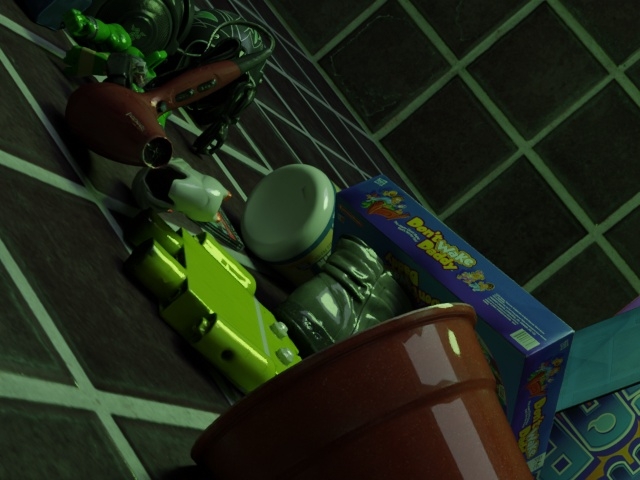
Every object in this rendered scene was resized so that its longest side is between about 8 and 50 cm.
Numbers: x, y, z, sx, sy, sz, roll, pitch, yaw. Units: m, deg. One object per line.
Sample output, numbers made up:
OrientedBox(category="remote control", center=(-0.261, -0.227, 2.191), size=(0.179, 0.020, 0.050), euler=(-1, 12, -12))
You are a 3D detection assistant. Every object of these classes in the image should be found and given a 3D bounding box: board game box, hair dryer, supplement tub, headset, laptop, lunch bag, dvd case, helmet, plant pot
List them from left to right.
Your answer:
OrientedBox(category="lunch bag", center=(-0.347, -0.319, 1.953), size=(0.065, 0.067, 0.098), euler=(52, 9, 10))
OrientedBox(category="headset", center=(-0.269, -0.293, 2.135), size=(0.394, 0.185, 0.243), euler=(34, 16, -5))
OrientedBox(category="hair dryer", center=(-0.179, -0.169, 1.691), size=(0.293, 0.223, 0.080), euler=(-80, 149, -53))
OrientedBox(category="dvd case", center=(-0.149, -0.039, 1.942), size=(0.119, 0.013, 0.087), euler=(38, 15, -53))
OrientedBox(category="helmet", center=(-0.164, -0.277, 2.330), size=(0.169, 0.161, 0.169), euler=(48, 10, -11))
OrientedBox(category="supplement tub", center=(0.000, 0.000, 2.073), size=(0.200, 0.144, 0.144), euler=(40, 14, -45))
OrientedBox(category="plant pot", center=(0.072, 0.233, 1.248), size=(0.265, 0.272, 0.272), euler=(61, 13, 18))
OrientedBox(category="board game box", center=(0.144, 0.110, 1.851), size=(0.347, 0.078, 0.233), euler=(42, -38, 36))
OrientedBox(category="laptop", center=(0.296, 0.100, 2.163), size=(0.408, 0.236, 0.382), euler=(32, 16, 4))
OrientedBox(category="board game box", center=(0.537, 0.346, 2.539), size=(0.356, 0.356, 0.356), euler=(53, 10, 17))

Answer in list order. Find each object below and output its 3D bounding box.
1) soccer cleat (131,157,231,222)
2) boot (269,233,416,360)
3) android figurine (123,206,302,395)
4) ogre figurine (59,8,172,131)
OrientedBox(category="soccer cleat", center=(-0.169, -0.062, 1.655), size=(0.076, 0.068, 0.196), euler=(23, -3, -31))
OrientedBox(category="boot", center=(0.063, 0.123, 1.764), size=(0.246, 0.161, 0.083), euler=(55, -29, -13))
OrientedBox(category="android figurine", center=(-0.097, 0.082, 1.602), size=(0.273, 0.056, 0.248), euler=(44, 11, -20))
OrientedBox(category="ogre figurine", center=(-0.244, -0.204, 1.905), size=(0.197, 0.097, 0.118), euler=(39, 21, 3))
